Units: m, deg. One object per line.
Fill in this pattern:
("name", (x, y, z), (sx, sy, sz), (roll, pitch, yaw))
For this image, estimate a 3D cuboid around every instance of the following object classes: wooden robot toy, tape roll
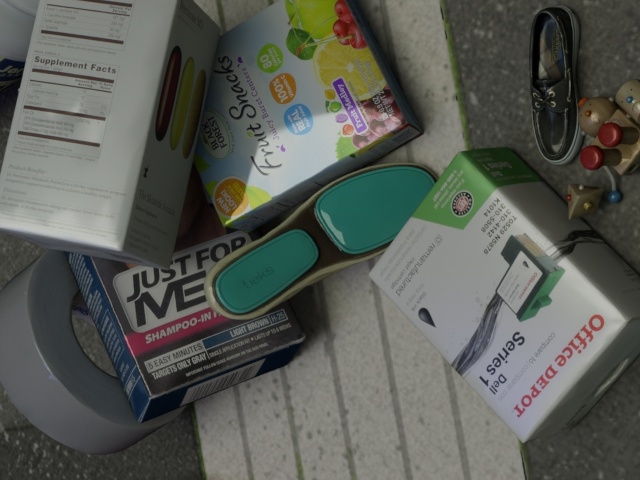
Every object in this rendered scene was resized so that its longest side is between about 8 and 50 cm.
("wooden robot toy", (0.249, -0.104, 1.297), (0.173, 0.076, 0.079), (-55, 53, 25))
("tape roll", (-0.235, 0.110, 1.571), (0.072, 0.219, 0.219), (-35, 73, 34))

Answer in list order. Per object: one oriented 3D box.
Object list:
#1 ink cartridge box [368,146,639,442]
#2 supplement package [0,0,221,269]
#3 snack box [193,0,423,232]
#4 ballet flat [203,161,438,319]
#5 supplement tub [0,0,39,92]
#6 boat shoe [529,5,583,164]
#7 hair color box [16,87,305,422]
("ink cartridge box", (0.175, 0.047, 1.345), (0.219, 0.092, 0.160), (47, 119, 24))
("supplement package", (-0.195, -0.110, 1.394), (0.134, 0.139, 0.244), (10, 84, 14))
("snack box", (-0.032, -0.131, 1.460), (0.207, 0.070, 0.174), (-30, 76, 15))
("ballet flat", (0.000, 0.000, 1.448), (0.248, 0.086, 0.086), (-26, 75, -7))
("supplement tub", (-0.403, -0.271, 1.653), (0.325, 0.235, 0.235), (-27, 78, 34))
("boat shoe", (0.205, -0.138, 1.340), (0.049, 0.040, 0.142), (1, 94, 36))
("hair color box", (-0.169, -0.011, 1.529), (0.347, 0.174, 0.105), (64, 159, 14))
